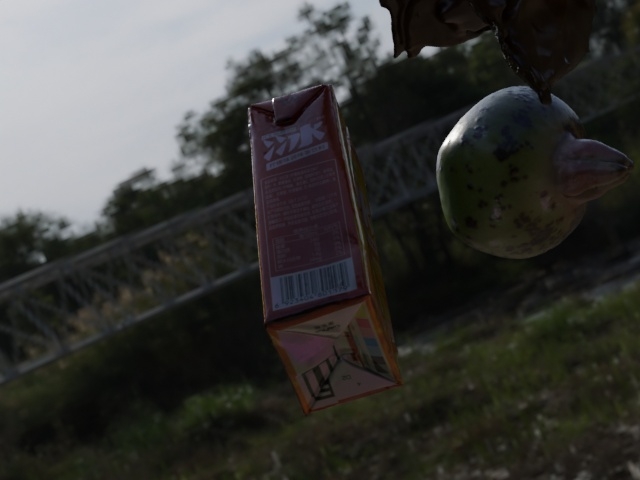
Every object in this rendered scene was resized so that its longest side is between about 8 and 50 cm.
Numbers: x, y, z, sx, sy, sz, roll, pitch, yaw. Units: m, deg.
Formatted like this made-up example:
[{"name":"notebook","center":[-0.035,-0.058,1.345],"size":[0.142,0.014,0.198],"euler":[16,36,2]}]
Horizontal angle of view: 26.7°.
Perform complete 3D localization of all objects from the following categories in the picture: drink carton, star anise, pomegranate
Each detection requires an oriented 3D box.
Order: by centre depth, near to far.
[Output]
[{"name":"star anise","center":[0.083,-0.183,0.788],"size":[0.346,0.148,0.237],"euler":[10,51,22]},{"name":"drink carton","center":[0.000,0.000,0.921],"size":[0.071,0.096,0.223],"euler":[-16,42,6]},{"name":"pomegranate","center":[0.264,-0.085,1.622],"size":[0.248,0.214,0.214],"euler":[-5,13,43]}]
